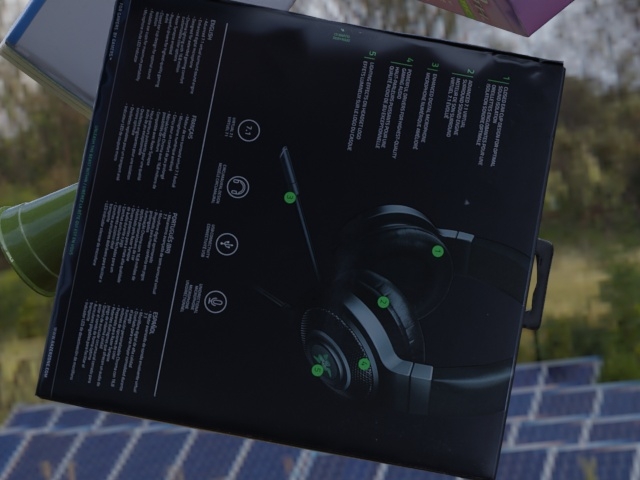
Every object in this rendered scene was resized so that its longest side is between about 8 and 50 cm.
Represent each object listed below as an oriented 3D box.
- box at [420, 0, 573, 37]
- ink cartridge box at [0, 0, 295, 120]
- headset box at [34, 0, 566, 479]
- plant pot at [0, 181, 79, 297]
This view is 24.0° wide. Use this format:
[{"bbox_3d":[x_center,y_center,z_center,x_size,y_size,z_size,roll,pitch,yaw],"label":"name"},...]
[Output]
[{"bbox_3d":[0.181,-0.314,1.380,0.213,0.117,0.243,-39,29,-10],"label":"box"},{"bbox_3d":[-0.179,-0.210,1.472,0.197,0.198,0.270,35,-4,-14],"label":"ink cartridge box"},{"bbox_3d":[0.000,0.000,0.899,0.283,0.246,0.131,10,-6,0],"label":"headset box"},{"bbox_3d":[-0.202,-0.009,1.199,0.079,0.083,0.083,-29,-4,15],"label":"plant pot"}]
